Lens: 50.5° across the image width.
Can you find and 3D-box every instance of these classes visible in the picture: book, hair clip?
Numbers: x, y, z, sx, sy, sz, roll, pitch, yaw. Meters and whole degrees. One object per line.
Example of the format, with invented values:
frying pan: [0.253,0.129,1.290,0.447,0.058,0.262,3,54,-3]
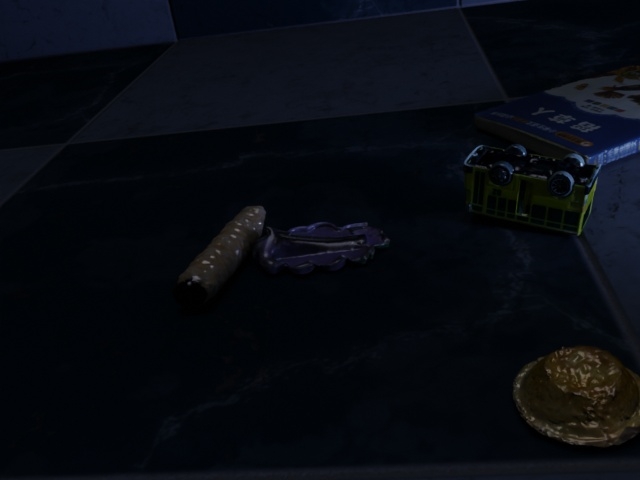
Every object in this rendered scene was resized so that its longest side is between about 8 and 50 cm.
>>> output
book: [0.547,-0.242,1.263,0.428,0.039,0.300,-20,31,-20]
hair clip: [0.000,-0.001,0.970,0.196,0.052,0.124,-4,34,-2]

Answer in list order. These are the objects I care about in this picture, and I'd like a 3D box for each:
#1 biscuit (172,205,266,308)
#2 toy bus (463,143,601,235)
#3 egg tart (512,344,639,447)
biscuit: [-0.135,0.020,0.955,0.061,0.055,0.219,-42,9,34]
toy bus: [0.294,-0.074,0.963,0.175,0.101,0.088,14,36,27]
egg tart: [0.248,0.140,0.645,0.129,0.049,0.128,-8,30,5]
